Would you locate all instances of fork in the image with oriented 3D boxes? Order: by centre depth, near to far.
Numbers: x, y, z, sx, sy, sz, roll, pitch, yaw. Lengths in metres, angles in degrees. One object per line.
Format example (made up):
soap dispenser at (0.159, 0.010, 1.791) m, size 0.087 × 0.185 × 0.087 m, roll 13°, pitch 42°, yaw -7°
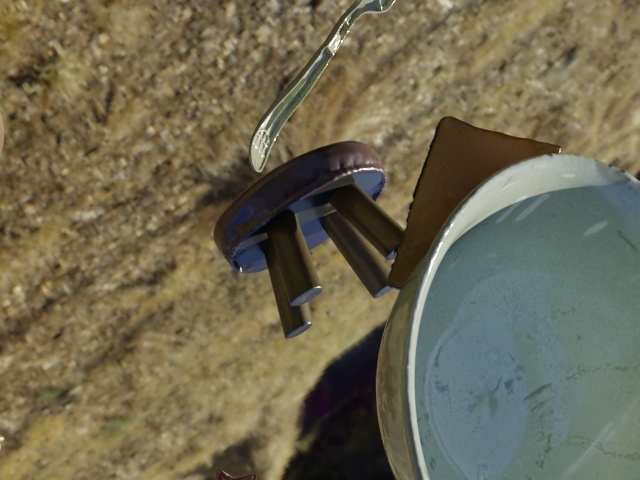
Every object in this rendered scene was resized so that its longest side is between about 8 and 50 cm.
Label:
fork at (0.007, -0.135, 0.781) m, size 0.219 × 0.028 × 0.034 m, roll -59°, pitch 145°, yaw -24°

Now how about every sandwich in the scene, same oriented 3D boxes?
sandwich at (0.202, -0.018, 1.341) m, size 0.108 × 0.186 × 0.220 m, roll 29°, pitch 80°, yaw -71°

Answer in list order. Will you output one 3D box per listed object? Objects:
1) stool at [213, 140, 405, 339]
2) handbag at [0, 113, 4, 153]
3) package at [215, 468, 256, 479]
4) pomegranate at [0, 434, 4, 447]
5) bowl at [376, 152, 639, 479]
stool at (0.000, 0.000, 1.597) m, size 0.272 × 0.178 × 0.272 m, roll -27°, pitch 162°, yaw -9°
handbag at (-0.402, -0.130, 0.946) m, size 0.283 × 0.149 × 0.302 m, roll -56°, pitch 146°, yaw -9°
package at (-0.151, 0.441, 1.985) m, size 0.083 × 0.059 × 0.029 m, roll 2°, pitch 172°, yaw 25°
pomegranate at (-0.370, 0.171, 0.969) m, size 0.163 × 0.125 × 0.138 m, roll -34°, pitch -176°, yaw -33°
bowl at (0.193, 0.146, 1.065) m, size 0.435 × 0.434 × 0.196 m, roll -20°, pitch -178°, yaw -34°
